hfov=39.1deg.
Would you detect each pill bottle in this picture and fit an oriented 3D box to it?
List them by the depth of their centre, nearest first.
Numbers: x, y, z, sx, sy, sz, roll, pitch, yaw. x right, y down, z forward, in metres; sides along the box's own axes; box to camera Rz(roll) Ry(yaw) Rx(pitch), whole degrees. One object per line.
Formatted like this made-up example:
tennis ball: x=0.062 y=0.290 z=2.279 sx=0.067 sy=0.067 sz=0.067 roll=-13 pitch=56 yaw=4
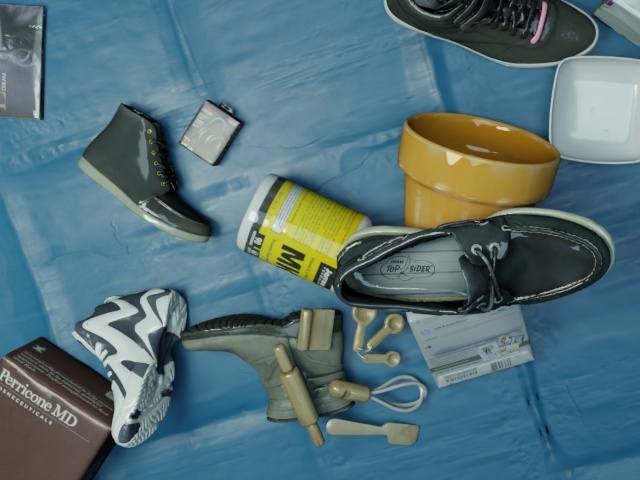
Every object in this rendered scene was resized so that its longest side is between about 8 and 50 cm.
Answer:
pill bottle: x=0.000 y=0.000 z=1.248 sx=0.208 sy=0.119 sz=0.119 roll=24 pitch=98 yaw=4

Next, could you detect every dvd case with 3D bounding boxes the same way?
dvd case: x=-0.515 y=-0.267 z=1.329 sx=0.221 sy=0.018 sz=0.164 roll=4 pitch=97 yaw=6

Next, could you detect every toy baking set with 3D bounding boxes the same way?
toy baking set: x=0.049 y=0.201 z=1.270 sx=0.197 sy=0.030 sz=0.256 roll=-20 pitch=104 yaw=-12

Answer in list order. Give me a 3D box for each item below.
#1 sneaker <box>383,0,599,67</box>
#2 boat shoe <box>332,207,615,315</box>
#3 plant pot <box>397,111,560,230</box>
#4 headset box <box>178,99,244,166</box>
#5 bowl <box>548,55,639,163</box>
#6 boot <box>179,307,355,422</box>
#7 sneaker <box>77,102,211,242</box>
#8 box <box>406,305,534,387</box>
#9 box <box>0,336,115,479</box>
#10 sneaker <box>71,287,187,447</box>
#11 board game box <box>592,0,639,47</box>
sneaker: x=0.225 y=-0.297 z=1.176 sx=0.296 sy=0.147 sz=0.104 roll=15 pitch=96 yaw=3
boat shoe: x=0.169 y=0.036 z=1.072 sx=0.340 sy=0.113 sz=0.127 roll=2 pitch=114 yaw=23
plant pot: x=0.192 y=-0.050 z=1.194 sx=0.205 sy=0.205 sz=0.188 roll=13 pitch=113 yaw=5
headset box: x=-0.154 y=-0.158 z=1.292 sx=0.062 sy=0.032 sz=0.083 roll=35 pitch=100 yaw=2
bowl: x=0.380 y=-0.175 z=1.219 sx=0.142 sy=0.053 sz=0.142 roll=5 pitch=96 yaw=6
boot: x=-0.076 y=0.189 z=1.296 sx=0.247 sy=0.083 sz=0.161 roll=-4 pitch=97 yaw=2
sneaker: x=-0.230 y=-0.095 z=1.282 sx=0.222 sy=0.083 sz=0.118 roll=35 pitch=98 yaw=3
box: x=0.205 y=0.123 z=1.221 sx=0.145 sy=0.186 sz=0.038 roll=-19 pitch=50 yaw=9
box: x=-0.455 y=0.357 z=1.333 sx=0.191 sy=0.143 sz=0.381 roll=33 pitch=97 yaw=2
sneaker: x=-0.293 y=0.175 z=1.286 sx=0.153 sy=0.094 sz=0.235 roll=1 pitch=66 yaw=19
board game box: x=0.494 y=-0.372 z=1.139 sx=0.144 sy=0.142 sz=0.275 roll=35 pitch=99 yaw=2
